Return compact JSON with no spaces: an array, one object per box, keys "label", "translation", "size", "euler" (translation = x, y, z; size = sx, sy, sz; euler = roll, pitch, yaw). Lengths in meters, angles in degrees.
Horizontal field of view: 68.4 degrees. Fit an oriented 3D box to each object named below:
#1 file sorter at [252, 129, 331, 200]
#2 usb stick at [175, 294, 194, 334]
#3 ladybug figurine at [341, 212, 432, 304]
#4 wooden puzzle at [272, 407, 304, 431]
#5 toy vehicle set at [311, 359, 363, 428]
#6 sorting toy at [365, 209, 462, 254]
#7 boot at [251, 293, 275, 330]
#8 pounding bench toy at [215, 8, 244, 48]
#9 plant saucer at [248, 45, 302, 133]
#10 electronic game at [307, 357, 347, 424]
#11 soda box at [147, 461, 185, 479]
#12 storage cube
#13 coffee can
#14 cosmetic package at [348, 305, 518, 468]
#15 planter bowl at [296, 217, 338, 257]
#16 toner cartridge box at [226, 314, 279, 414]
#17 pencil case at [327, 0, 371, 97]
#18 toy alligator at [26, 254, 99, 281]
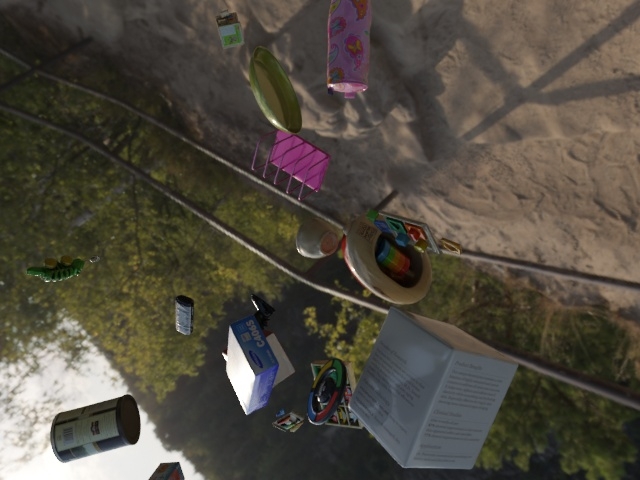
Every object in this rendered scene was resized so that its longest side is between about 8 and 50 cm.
[{"label":"file sorter","translation":[-0.140,-0.347,2.149],"size":[0.291,0.182,0.202],"euler":[34,132,15]},{"label":"usb stick","translation":[-0.550,0.304,1.908],"size":[0.077,0.045,0.278],"euler":[24,142,2]},{"label":"ladybug figurine","translation":[0.238,0.070,1.794],"size":[0.449,0.305,0.162],"euler":[39,152,-25]},{"label":"wooden puzzle","translation":[-0.089,0.512,1.332],"size":[0.116,0.079,0.014],"euler":[38,-164,-39]},{"label":"toy vehicle set","translation":[0.069,0.602,1.849],"size":[0.166,0.035,0.266],"euler":[-8,99,32]},{"label":"sorting toy","translation":[0.288,-0.015,1.527],"size":[0.348,0.047,0.196],"euler":[21,162,42]},{"label":"boot","translation":[-0.226,0.260,1.686],"size":[0.121,0.099,0.045],"euler":[44,166,-31]},{"label":"pounding bench toy","translation":[-0.212,-0.500,1.083],"size":[0.083,0.052,0.065],"euler":[82,171,-50]},{"label":"plant saucer","translation":[-0.123,-0.388,1.244],"size":[0.037,0.240,0.240],"euler":[-19,122,21]},{"label":"electronic game","translation":[0.020,0.510,1.601],"size":[0.048,0.229,0.229],"euler":[29,165,-16]},{"label":"soda box","translation":[-0.415,0.643,1.185],"size":[0.183,0.063,0.058],"euler":[-53,-48,-71]},{"label":"storage cube","translation":[-0.242,0.478,1.848],"size":[0.214,0.184,0.193],"euler":[62,156,-7]},{"label":"coffee can","translation":[-0.897,0.754,1.896],"size":[0.201,0.276,0.201],"euler":[166,90,-86]},{"label":"cosmetic package","translation":[0.365,0.486,1.566],"size":[0.330,0.393,0.327],"euler":[20,-175,-32]},{"label":"planter bowl","translation":[0.000,0.000,1.838],"size":[0.109,0.162,0.162],"euler":[19,147,48]},{"label":"toner cartridge box","translation":[-0.208,0.374,1.383],"size":[0.165,0.075,0.347],"euler":[56,151,26]},{"label":"pencil case","translation":[0.081,-0.555,1.321],"size":[0.124,0.124,0.283],"euler":[6,96,61]},{"label":"toy alligator","translation":[-0.644,0.074,1.205],"size":[0.051,0.190,0.056],"euler":[45,120,20]}]
